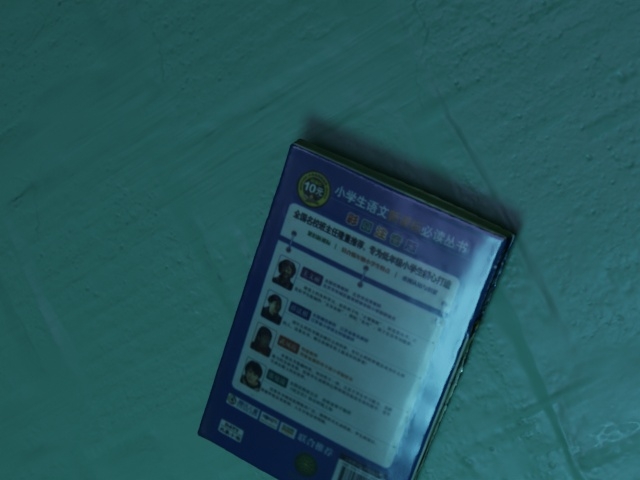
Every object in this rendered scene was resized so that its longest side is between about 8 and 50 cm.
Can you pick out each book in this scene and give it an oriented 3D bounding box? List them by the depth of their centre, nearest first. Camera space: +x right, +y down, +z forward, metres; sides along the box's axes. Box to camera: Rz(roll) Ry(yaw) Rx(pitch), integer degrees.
[{"bbox_3d":[0.029,0.124,1.545,0.300,0.039,0.428,26,110,18],"label":"book"}]
